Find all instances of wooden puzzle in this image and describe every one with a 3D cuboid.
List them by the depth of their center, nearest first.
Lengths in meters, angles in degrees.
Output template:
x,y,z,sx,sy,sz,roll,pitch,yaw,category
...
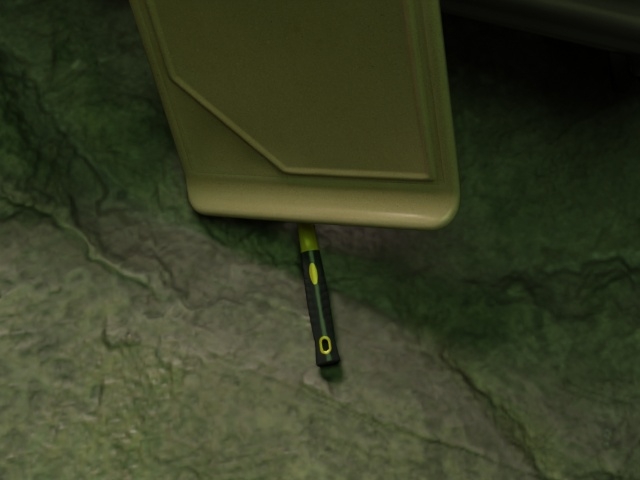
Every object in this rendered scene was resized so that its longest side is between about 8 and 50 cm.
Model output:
x,y,z,sx,sy,sz,roll,pitch,yaw,category
-0.018,-0.122,0.668,0.220,0.239,0.044,4,35,22,wooden puzzle

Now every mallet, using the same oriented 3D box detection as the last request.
x,y,z,sx,sy,sz,roll,pitch,yaw,category
0.000,0.000,0.750,0.062,0.039,0.190,-16,78,-2,mallet

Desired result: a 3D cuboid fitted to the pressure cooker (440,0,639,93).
x,y,z,sx,sy,sz,roll,pitch,yaw,category
0.205,-0.314,0.675,0.420,0.370,0.376,15,85,9,pressure cooker
